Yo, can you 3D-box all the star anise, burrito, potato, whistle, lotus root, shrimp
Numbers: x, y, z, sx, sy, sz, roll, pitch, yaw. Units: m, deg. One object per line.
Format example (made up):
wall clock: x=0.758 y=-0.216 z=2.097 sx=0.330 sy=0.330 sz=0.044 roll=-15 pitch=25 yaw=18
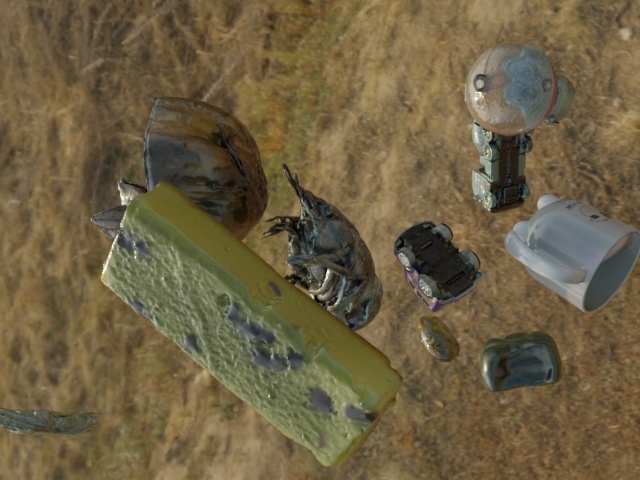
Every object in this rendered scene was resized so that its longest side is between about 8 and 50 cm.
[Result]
star anise: x=-0.338 y=-0.010 z=1.689 sx=0.108 sy=0.315 sz=0.315 roll=-42 pitch=57 yaw=45
burrito: x=-0.593 y=0.395 z=1.675 sx=0.063 sy=0.230 sz=0.058 roll=141 pitch=132 yaw=-56
potato: x=0.160 y=0.135 z=1.066 sx=0.040 sy=0.051 sz=0.083 roll=-50 pitch=33 yaw=15
whistle: x=0.425 y=-0.295 z=1.543 sx=0.189 sy=0.348 sz=0.189 roll=1 pitch=92 yaw=49
lotus root: x=-0.188 y=-0.111 z=1.295 sx=0.192 sy=0.272 sz=0.272 roll=-2 pitch=85 yaw=8
shrimp: x=0.012 y=0.039 z=1.148 sx=0.137 sy=0.372 sz=0.172 roll=-38 pitch=48 yaw=3

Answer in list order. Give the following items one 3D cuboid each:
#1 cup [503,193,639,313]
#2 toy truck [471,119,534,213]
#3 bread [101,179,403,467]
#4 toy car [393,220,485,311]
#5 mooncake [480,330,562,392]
cup: x=0.341 y=0.021 z=1.092 sx=0.142 sy=0.173 sz=0.134 roll=36 pitch=150 yaw=35
toy truck: x=0.394 y=-0.202 z=1.734 sx=0.140 sy=0.108 sz=0.256 roll=-130 pitch=29 yaw=-58
bread: x=-0.080 y=0.097 z=0.862 sx=0.361 sy=0.077 sz=0.138 roll=38 pitch=123 yaw=9
toy car: x=0.299 y=0.074 z=2.070 sx=0.235 sy=0.172 sz=0.158 roll=52 pitch=155 yaw=18
mooncake: x=0.421 y=0.259 z=1.637 sx=0.168 sy=0.175 sz=0.104 roll=18 pitch=123 yaw=65
